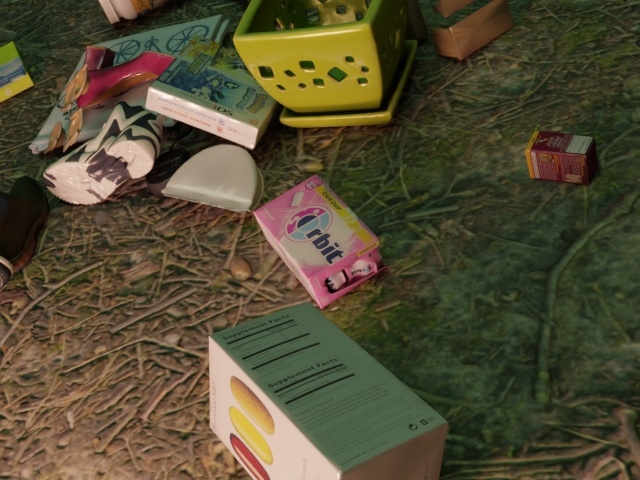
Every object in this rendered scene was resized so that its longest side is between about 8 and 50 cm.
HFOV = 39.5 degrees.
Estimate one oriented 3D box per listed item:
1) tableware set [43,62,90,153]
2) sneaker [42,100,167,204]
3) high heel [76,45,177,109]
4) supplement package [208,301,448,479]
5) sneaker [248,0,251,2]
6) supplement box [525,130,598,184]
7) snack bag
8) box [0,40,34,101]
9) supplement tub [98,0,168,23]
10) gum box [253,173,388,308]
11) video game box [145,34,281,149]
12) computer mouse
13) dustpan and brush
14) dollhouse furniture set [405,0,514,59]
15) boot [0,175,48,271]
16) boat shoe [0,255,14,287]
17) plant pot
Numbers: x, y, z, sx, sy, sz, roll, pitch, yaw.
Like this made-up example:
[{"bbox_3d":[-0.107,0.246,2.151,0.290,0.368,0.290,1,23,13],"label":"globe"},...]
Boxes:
[{"bbox_3d":[-0.434,-0.226,1.545,0.141,0.020,0.169,-19,59,53],"label":"tableware set"},{"bbox_3d":[-0.348,-0.155,1.488,0.235,0.094,0.153,-24,30,33],"label":"sneaker"},{"bbox_3d":[-0.327,-0.277,1.586,0.244,0.082,0.117,10,90,14],"label":"high heel"},{"bbox_3d":[-0.003,0.194,0.936,0.133,0.139,0.244,-17,35,-31],"label":"supplement package"},{"bbox_3d":[-0.141,-0.537,1.774,0.109,0.123,0.295,-34,43,-11],"label":"sneaker"},{"bbox_3d":[0.322,-0.111,1.192,0.083,0.055,0.043,11,52,31],"label":"supplement box"},{"bbox_3d":[-0.351,-0.294,1.677,0.323,0.037,0.343,-7,44,20],"label":"snack bag"},{"bbox_3d":[-0.667,-0.345,1.865,0.109,0.042,0.178,-30,43,-7],"label":"box"},{"bbox_3d":[-0.383,-0.557,1.883,0.199,0.144,0.144,-29,43,-6],"label":"supplement tub"},{"bbox_3d":[0.000,0.000,1.212,0.107,0.062,0.188,-32,43,-9],"label":"gum box"},{"bbox_3d":[-0.159,-0.247,1.458,0.187,0.048,0.205,23,40,1],"label":"video game box"},{"bbox_3d":[-0.243,-0.145,1.491,0.071,0.041,0.242,-19,36,16],"label":"computer mouse"},{"bbox_3d":[-0.140,-0.120,1.406,0.147,0.060,0.211,13,56,14],"label":"dustpan and brush"},{"bbox_3d":[0.211,-0.400,1.489,0.123,0.144,0.151,-34,29,-19],"label":"dollhouse furniture set"},{"bbox_3d":[-0.508,-0.059,1.459,0.082,0.106,0.219,-18,43,5],"label":"boot"},{"bbox_3d":[-0.585,0.084,1.357,0.254,0.095,0.079,-13,42,13],"label":"boat shoe"},{"bbox_3d":[0.026,-0.307,1.406,0.227,0.207,0.228,0,47,24],"label":"plant pot"}]
